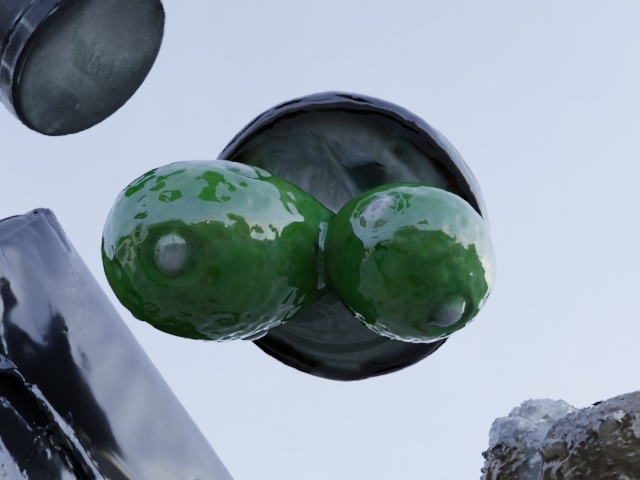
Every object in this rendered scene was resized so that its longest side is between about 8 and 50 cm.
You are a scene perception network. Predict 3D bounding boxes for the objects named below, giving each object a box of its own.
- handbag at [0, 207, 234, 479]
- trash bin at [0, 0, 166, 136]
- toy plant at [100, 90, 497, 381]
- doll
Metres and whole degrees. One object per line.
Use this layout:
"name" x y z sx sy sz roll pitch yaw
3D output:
"handbag" -0.173 0.127 0.981 0.088 0.244 0.275 -28 -82 22
"trash bin" -0.341 -0.282 1.723 0.203 0.301 0.252 -28 -34 -35
"toy plant" 0.000 0.000 0.917 0.218 0.175 0.235 4 7 12
"doll" 0.205 0.150 1.056 0.105 0.115 0.221 -15 -7 -45
